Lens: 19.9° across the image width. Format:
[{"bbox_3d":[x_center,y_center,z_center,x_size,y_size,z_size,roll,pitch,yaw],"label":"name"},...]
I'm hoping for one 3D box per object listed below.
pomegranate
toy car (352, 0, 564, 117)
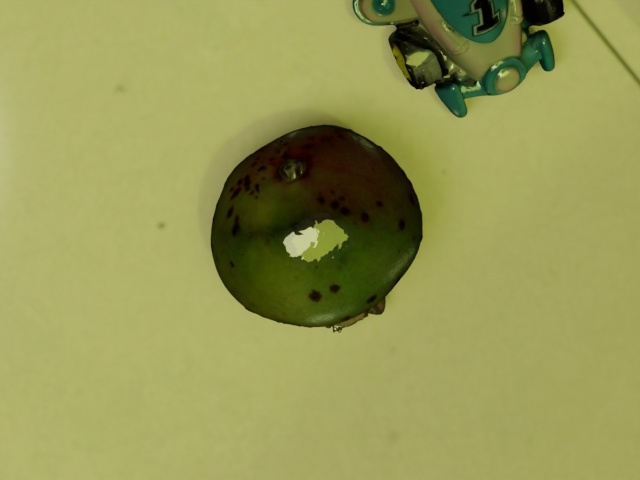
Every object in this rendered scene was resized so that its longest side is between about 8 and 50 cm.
[{"bbox_3d":[-0.003,-0.006,1.081,0.130,0.130,0.130,-1,99,-7],"label":"pomegranate"},{"bbox_3d":[0.079,-0.153,1.069,0.126,0.098,0.161,-26,100,-1],"label":"toy car"}]
